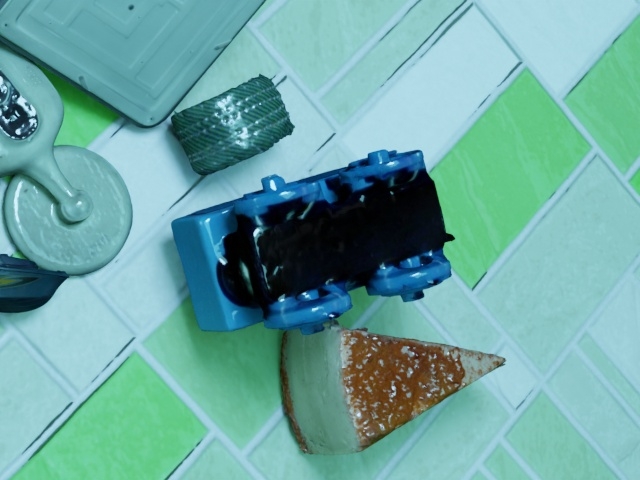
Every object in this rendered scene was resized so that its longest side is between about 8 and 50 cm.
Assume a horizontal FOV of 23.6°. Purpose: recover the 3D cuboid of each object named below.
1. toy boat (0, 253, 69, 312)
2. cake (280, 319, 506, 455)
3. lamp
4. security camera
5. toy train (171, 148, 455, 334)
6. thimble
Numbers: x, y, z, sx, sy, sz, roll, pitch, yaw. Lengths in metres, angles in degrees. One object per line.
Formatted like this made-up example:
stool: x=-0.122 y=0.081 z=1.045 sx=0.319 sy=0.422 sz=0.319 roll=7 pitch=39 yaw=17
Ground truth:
toy boat: x=-0.398 y=0.032 z=1.705 sx=0.246 sy=0.093 sz=0.103 roll=5 pitch=85 yaw=-26
cake: x=0.092 y=0.196 z=1.894 sx=0.262 sy=0.158 sz=0.159 roll=12 pitch=79 yaw=-27
lamp: x=-0.212 y=-0.286 z=1.771 sx=0.266 sy=0.047 sz=0.269 roll=32 pitch=106 yaw=-38
security camera: x=-0.332 y=-0.094 z=1.778 sx=0.157 sy=0.080 sz=0.301 roll=-46 pitch=105 yaw=-28
toy train: x=0.000 y=0.000 z=1.822 sx=0.300 sy=0.265 sz=0.188 roll=-18 pitch=95 yaw=-27
thimble: x=-0.110 y=-0.141 z=1.877 sx=0.135 sy=0.118 sz=0.090 roll=-32 pitch=100 yaw=-45
